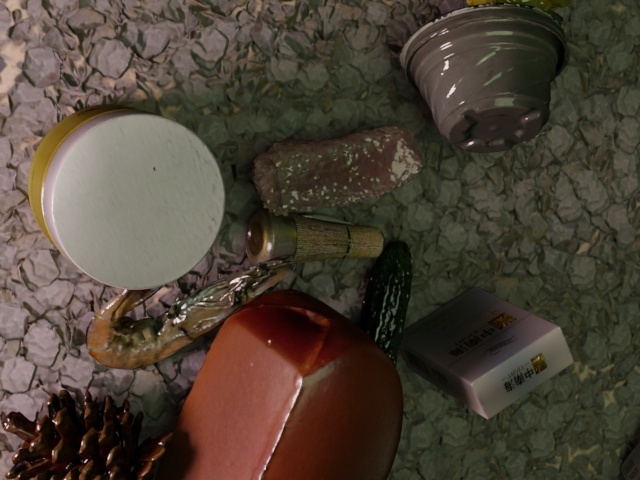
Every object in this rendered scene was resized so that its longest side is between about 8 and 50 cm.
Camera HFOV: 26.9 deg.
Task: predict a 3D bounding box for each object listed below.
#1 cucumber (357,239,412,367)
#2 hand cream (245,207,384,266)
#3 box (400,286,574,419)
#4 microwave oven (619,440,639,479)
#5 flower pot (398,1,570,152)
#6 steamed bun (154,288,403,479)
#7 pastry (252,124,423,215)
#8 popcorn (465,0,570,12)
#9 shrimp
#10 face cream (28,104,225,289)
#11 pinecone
[{"bbox_3d":[0.084,0.131,1.922,0.077,0.077,0.265,10,97,-23],"label":"cucumber"},{"bbox_3d":[0.000,0.000,1.870,0.203,0.084,0.084,2,99,-27],"label":"hand cream"},{"bbox_3d":[0.226,0.153,1.893,0.155,0.243,0.067,-33,111,-14],"label":"box"},{"bbox_3d":[0.604,0.396,2.128,0.205,0.163,0.129,17,116,-22],"label":"microwave oven"},{"bbox_3d":[0.229,-0.207,1.822,0.235,0.235,0.140,5,66,-22],"label":"flower pot"},{"bbox_3d":[-0.036,0.270,1.797,0.248,0.235,0.379,15,104,-44],"label":"steamed bun"},{"bbox_3d":[0.010,-0.095,1.842,0.265,0.112,0.102,-10,92,-31],"label":"pastry"},{"bbox_3d":[0.263,-0.389,1.859,0.169,0.218,0.189,-28,94,31],"label":"popcorn"},{"bbox_3d":[-0.177,0.079,1.763,0.296,0.058,0.169,-32,148,6],"label":"shrimp"},{"bbox_3d":[-0.250,-0.060,1.701,0.218,0.179,0.218,-4,101,-21],"label":"face cream"},{"bbox_3d":[-0.310,0.281,1.744,0.212,0.169,0.185,33,89,-23],"label":"pinecone"}]
